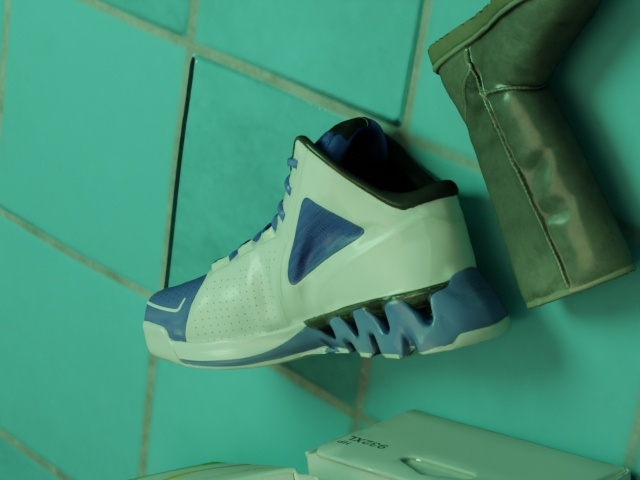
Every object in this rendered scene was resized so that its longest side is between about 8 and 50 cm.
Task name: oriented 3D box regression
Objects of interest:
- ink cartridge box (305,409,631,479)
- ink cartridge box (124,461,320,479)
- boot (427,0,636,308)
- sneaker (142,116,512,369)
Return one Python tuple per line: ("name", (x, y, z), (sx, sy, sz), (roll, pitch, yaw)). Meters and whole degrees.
("ink cartridge box", (0.116, 0.308, 1.303), (0.223, 0.129, 0.307), (11, 110, 43))
("ink cartridge box", (-0.084, 0.292, 1.379), (0.353, 0.119, 0.207), (158, 103, -72))
("boot", (0.167, -0.070, 1.184), (0.190, 0.076, 0.208), (-35, 70, 58))
("sneaker", (0.001, 0.000, 1.340), (0.316, 0.127, 0.182), (-8, 93, 37))
